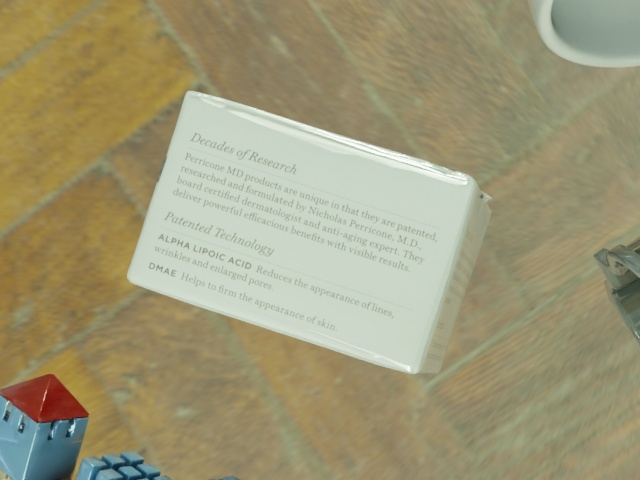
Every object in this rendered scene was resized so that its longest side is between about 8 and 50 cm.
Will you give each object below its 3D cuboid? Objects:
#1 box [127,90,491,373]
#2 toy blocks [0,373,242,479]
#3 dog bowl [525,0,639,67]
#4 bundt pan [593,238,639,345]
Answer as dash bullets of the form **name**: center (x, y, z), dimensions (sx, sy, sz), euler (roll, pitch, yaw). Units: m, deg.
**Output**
- **box**: center (0.000, 0.000, 1.187), dimensions (0.182, 0.181, 0.119), euler (18, 88, 8)
- **toy blocks**: center (-0.125, 0.259, 1.317), dimensions (0.381, 0.191, 0.260), euler (32, 112, 37)
- **dog bowl**: center (0.253, -0.230, 1.314), dimensions (0.265, 0.265, 0.104), euler (-23, 67, 10)
- **bundt pan**: center (0.284, 0.096, 0.954), dimensions (0.124, 0.331, 0.331), euler (-39, 84, -1)
